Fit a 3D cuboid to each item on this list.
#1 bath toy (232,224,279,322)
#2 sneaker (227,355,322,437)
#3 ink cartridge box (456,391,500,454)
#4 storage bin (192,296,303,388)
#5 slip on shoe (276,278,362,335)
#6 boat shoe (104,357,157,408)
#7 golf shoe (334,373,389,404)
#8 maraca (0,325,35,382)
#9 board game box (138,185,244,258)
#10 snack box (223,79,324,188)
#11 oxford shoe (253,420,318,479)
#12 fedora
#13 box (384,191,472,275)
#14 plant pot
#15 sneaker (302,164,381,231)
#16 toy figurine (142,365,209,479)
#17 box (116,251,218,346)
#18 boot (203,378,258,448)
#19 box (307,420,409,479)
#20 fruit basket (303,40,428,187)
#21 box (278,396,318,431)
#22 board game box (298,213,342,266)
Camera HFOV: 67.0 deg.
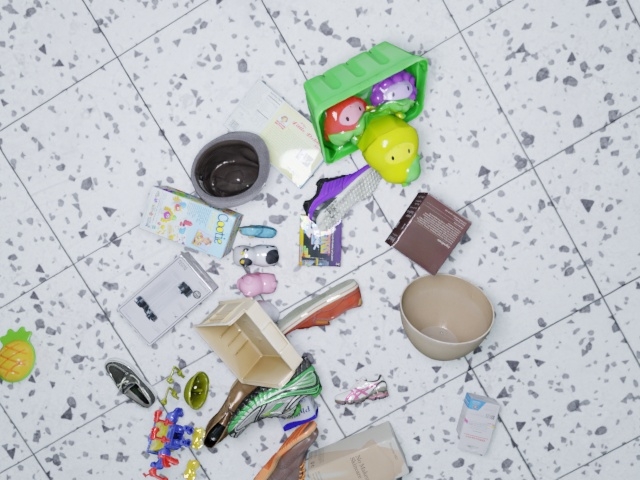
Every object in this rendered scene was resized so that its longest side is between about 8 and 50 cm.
[{"bbox_3d":[-0.208,0.127,1.581,0.151,0.129,0.349,-2,96,1],"label":"bath toy"},{"bbox_3d":[-0.147,0.526,1.539,0.343,0.134,0.146,-35,89,0],"label":"sneaker"},{"bbox_3d":[0.531,0.624,1.648,0.104,0.061,0.181,14,95,0],"label":"ink cartridge box"},{"bbox_3d":[-0.223,0.319,1.507,0.123,0.260,0.262,-47,110,-34],"label":"storage bin"},{"bbox_3d":[-0.009,0.246,1.598,0.331,0.123,0.101,-29,98,-1],"label":"slip on shoe"},{"bbox_3d":[-0.653,0.486,1.652,0.219,0.070,0.078,40,95,-3],"label":"boat shoe"},{"bbox_3d":[0.136,0.512,1.650,0.186,0.067,0.086,-13,69,3],"label":"golf shoe"},{"bbox_3d":[-1.033,0.387,1.641,0.127,0.099,0.186,-9,70,-8],"label":"maraca"},{"bbox_3d":[-0.409,-0.063,1.557,0.275,0.142,0.144,21,97,0],"label":"board game box"},{"bbox_3d":[-0.129,-0.340,1.566,0.322,0.060,0.187,40,95,-3],"label":"snack box"},{"bbox_3d":[-0.087,0.731,1.596,0.132,0.130,0.364,41,121,12],"label":"oxford shoe"},{"bbox_3d":[-0.268,-0.211,1.535,0.275,0.124,0.244,-15,77,12],"label":"fedora"},{"bbox_3d":[0.336,-0.025,1.534,0.167,0.168,0.203,34,95,-3],"label":"box"},{"bbox_3d":[0.385,0.270,1.537,0.284,0.284,0.191,1,132,1],"label":"plant pot"},{"bbox_3d":[0.060,-0.171,1.558,0.293,0.102,0.146,-41,56,-13],"label":"sneaker"},{"bbox_3d":[-0.518,0.615,1.600,0.217,0.363,0.191,-22,140,37],"label":"toy figurine"},{"bbox_3d":[-0.507,0.192,1.612,0.290,0.087,0.169,-41,94,4],"label":"box"},{"bbox_3d":[-0.290,0.574,1.634,0.112,0.115,0.305,36,94,0],"label":"boot"},{"bbox_3d":[0.126,0.754,1.638,0.311,0.121,0.148,-25,95,4],"label":"box"},{"bbox_3d":[0.169,-0.346,1.422,0.391,0.283,0.392,-3,63,6],"label":"fruit basket"},{"bbox_3d":[-0.090,0.555,1.648,0.126,0.072,0.137,-24,95,4],"label":"box"},{"bbox_3d":[0.000,0.000,1.604,0.141,0.048,0.170,1,96,2],"label":"board game box"}]
